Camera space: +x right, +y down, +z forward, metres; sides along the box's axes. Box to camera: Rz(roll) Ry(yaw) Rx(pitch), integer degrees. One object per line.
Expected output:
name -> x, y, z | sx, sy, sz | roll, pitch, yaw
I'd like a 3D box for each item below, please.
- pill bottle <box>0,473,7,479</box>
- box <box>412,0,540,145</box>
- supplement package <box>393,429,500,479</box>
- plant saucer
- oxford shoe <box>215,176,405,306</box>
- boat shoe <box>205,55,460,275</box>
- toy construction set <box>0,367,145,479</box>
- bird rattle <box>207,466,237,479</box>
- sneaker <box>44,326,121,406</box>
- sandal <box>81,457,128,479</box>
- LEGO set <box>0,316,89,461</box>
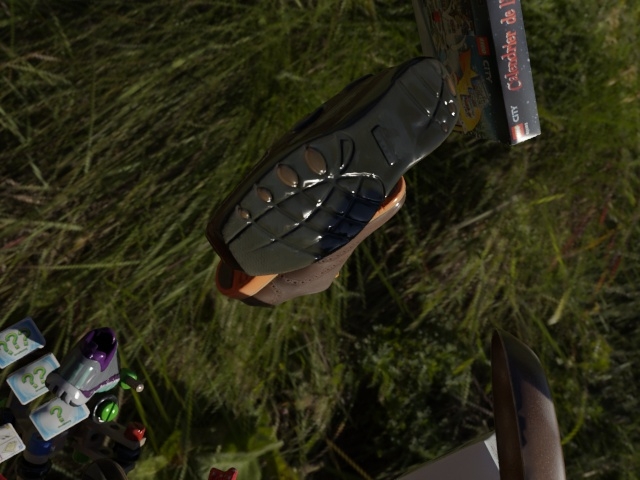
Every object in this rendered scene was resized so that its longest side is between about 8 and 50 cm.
pill bottle -> -0.253, 0.311, 0.496 | 0.229, 0.408, 0.228 | -27, 125, -45
box -> 0.176, -0.237, 0.831 | 0.159, 0.044, 0.233 | 34, -36, 62
supplement package -> 0.247, 0.453, 1.176 | 0.198, 0.199, 0.263 | 64, 12, 18
plant saucer -> 0.243, 0.256, 0.830 | 0.310, 0.050, 0.310 | -5, 90, -83
oxford shoe -> 0.000, 0.000, 1.146 | 0.133, 0.364, 0.129 | 35, 37, -41
boat shoe -> 0.011, -0.083, 0.763 | 0.120, 0.324, 0.122 | 16, -41, 55
toy construction set -> -0.493, 0.396, 1.338 | 0.257, 0.237, 0.308 | -25, 125, -44
bird rattle -> -0.239, 0.554, 1.432 | 0.254, 0.207, 0.143 | -6, 81, -31
sneaker -> -0.317, 0.166, 1.030 | 0.083, 0.098, 0.223 | 37, 3, -6
sandal -> -0.315, 0.449, 1.109 | 0.219, 0.090, 0.060 | 64, -12, 7
LEGO set -> -0.502, 0.252, 1.049 | 0.182, 0.244, 0.060 | 63, -7, -9
